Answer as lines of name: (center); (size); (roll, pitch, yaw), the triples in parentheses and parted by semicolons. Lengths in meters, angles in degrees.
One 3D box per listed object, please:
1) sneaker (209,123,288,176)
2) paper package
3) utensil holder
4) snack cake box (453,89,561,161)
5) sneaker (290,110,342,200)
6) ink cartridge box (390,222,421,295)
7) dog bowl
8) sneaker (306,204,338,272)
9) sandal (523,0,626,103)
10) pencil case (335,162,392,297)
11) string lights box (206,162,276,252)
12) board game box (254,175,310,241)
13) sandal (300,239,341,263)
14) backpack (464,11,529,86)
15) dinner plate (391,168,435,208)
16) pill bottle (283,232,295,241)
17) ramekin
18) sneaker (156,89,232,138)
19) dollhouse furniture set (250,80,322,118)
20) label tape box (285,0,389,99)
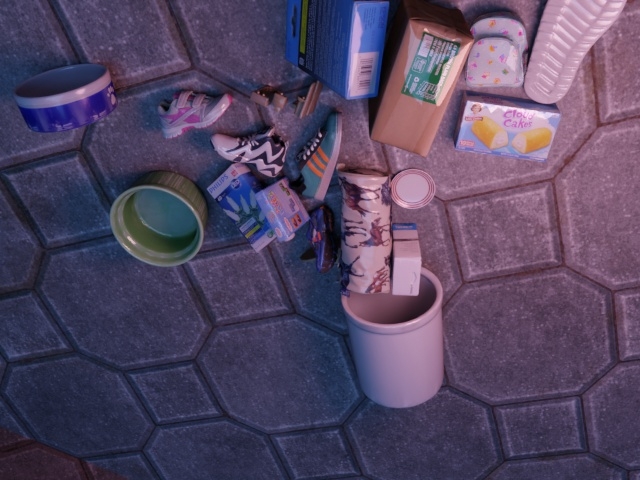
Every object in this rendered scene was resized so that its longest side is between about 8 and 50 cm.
sneaker: (-0.203, -0.303, 1.900); (0.235, 0.094, 0.153); (27, 121, -10)
paper package: (0.246, -0.430, 1.630); (0.168, 0.309, 0.324); (15, 123, -6)
utensil holder: (0.251, 0.320, 2.112); (0.328, 0.327, 0.385); (-3, 124, 9)
snack cake box: (0.526, -0.326, 1.795); (0.265, 0.089, 0.152); (8, 124, 2)
sneaker: (-0.014, -0.256, 1.897); (0.121, 0.108, 0.302); (13, 125, -6)
ink cartridge box: (0.269, 0.058, 2.006); (0.086, 0.203, 0.148); (1, 122, 4)
dog bowl: (-0.721, -0.409, 1.794); (0.265, 0.264, 0.104); (-3, 124, 9)
sneaker: (0.000, 0.000, 2.032); (0.087, 0.221, 0.083); (-13, 159, 34)
sandal: (0.646, -0.552, 1.635); (0.169, 0.102, 0.416); (28, 136, 7)
pencil case: (0.129, -0.033, 1.943); (0.184, 0.160, 0.410); (5, 109, 18)
string lights box: (-0.223, -0.107, 1.989); (0.133, 0.077, 0.259); (-39, 89, 27)
board game box: (-0.113, -0.101, 1.925); (0.039, 0.211, 0.160); (-26, 98, 22)
sandal: (0.053, 0.042, 2.096); (0.240, 0.088, 0.079); (-26, 114, 15)
backpack: (0.461, -0.500, 1.657); (0.166, 0.144, 0.188); (6, 115, 21)
dinner plate: (0.288, -0.163, 1.973); (0.141, 0.017, 0.141); (3, 122, 6)
pill bottle: (-0.132, -0.055, 2.067); (0.065, 0.065, 0.116); (-21, 117, 19)
ramekin: (-0.512, -0.078, 2.051); (0.304, 0.148, 0.303); (3, 123, 5)
sneaker: (-0.382, -0.390, 1.860); (0.252, 0.103, 0.111); (-17, 121, 17)
dollhouse furniture set: (-0.089, -0.438, 1.785); (0.151, 0.144, 0.123); (26, 118, 7)
label tape box: (0.033, -0.541, 1.642); (0.106, 0.333, 0.240); (-14, 128, -26)
